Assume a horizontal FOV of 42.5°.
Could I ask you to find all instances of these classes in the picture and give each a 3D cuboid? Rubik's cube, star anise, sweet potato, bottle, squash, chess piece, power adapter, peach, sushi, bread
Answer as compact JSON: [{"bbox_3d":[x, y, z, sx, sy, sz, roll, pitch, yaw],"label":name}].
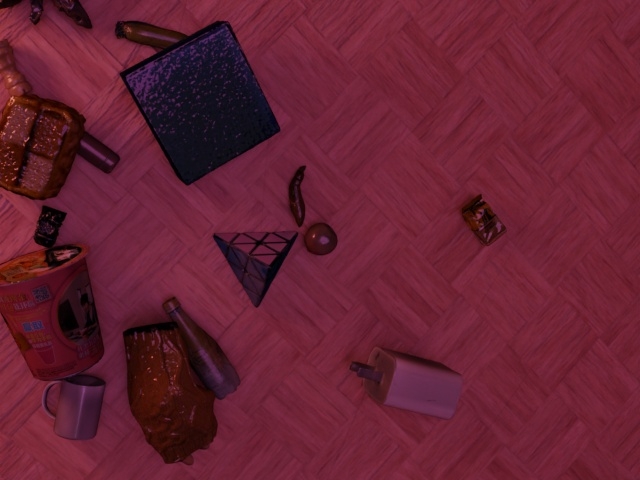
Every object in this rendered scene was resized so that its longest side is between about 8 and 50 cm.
[{"bbox_3d":[-0.162,0.042,1.927,0.190,0.178,0.211,25,88,-13],"label":"Rubik's cube"},{"bbox_3d":[-0.590,-0.564,1.780,0.257,0.110,0.199,11,93,-10],"label":"star anise"},{"bbox_3d":[-0.057,-0.109,2.011,0.041,0.038,0.153,4,86,-40],"label":"sweet potato"},{"bbox_3d":[-0.523,-0.209,1.863,0.140,0.053,0.053,37,86,-15],"label":"bottle"},{"bbox_3d":[-0.377,-0.465,1.880,0.183,0.052,0.052,13,92,-13],"label":"squash"},{"bbox_3d":[-0.684,-0.372,1.801,0.066,0.066,0.122,-29,108,-11],"label":"chess piece"},{"bbox_3d":[0.198,0.348,2.048,0.255,0.187,0.124,15,91,-17],"label":"power adapter"},{"bbox_3d":[0.000,-0.002,2.016,0.083,0.083,0.083,-2,96,-15],"label":"peach"},{"bbox_3d":[-0.610,-0.029,1.842,0.056,0.084,0.083,21,91,-16],"label":"sushi"},{"bbox_3d":[-0.623,-0.206,1.785,0.181,0.096,0.222,25,100,-2],"label":"bread"},{"bbox_3d":[-0.289,0.253,1.962,0.083,0.083,0.270,-33,99,-10],"label":"bottle"}]

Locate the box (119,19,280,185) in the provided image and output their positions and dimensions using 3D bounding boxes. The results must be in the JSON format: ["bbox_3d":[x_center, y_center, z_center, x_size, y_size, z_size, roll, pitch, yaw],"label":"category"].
[{"bbox_3d":[-0.270,-0.314,1.872,0.261,0.116,0.279,-30,114,-9],"label":"box"}]

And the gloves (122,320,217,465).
[{"bbox_3d":[-0.357,0.357,1.896,0.203,0.155,0.357,-13,104,26],"label":"gloves"}]

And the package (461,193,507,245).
[{"bbox_3d":[0.419,-0.054,2.140,0.071,0.047,0.131,-41,103,-5],"label":"package"}]

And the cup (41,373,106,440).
[{"bbox_3d":[-0.567,0.377,1.902,0.099,0.136,0.133,6,96,-50],"label":"cup"}]

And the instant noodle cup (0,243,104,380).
[{"bbox_3d":[-0.588,0.161,1.808,0.243,0.244,0.255,-16,107,-13],"label":"instant noodle cup"}]
